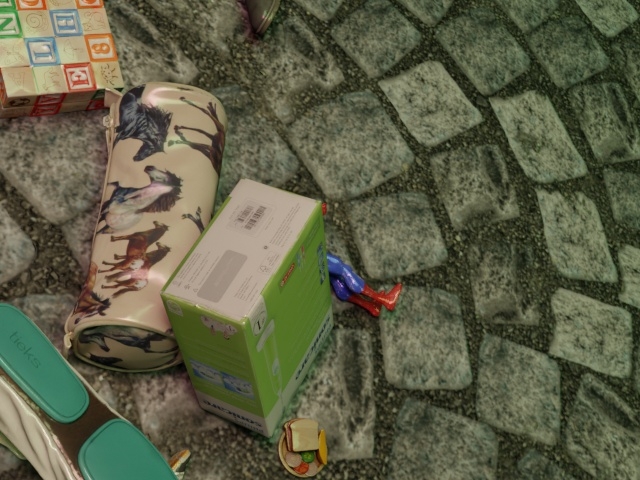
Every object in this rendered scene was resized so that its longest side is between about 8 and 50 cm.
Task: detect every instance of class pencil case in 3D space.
[{"bbox_3d":[-0.243,-0.021,1.157,0.183,0.160,0.411,7,63,-4],"label":"pencil case"}]

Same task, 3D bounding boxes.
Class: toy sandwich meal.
[{"bbox_3d":[-0.022,0.297,1.197,0.085,0.029,0.086,11,63,-22],"label":"toy sandwich meal"}]

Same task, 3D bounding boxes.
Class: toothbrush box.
[{"bbox_3d":[-0.083,0.094,1.100,0.122,0.283,0.206,17,55,20],"label":"toothbrush box"}]

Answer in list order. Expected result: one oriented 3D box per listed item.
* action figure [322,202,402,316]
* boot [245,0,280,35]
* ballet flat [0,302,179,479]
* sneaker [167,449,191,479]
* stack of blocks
[{"bbox_3d":[0.000,0.000,1.313,0.280,0.091,0.139,26,65,-15],"label":"action figure"},{"bbox_3d":[-0.173,-0.464,1.451,0.208,0.076,0.190,22,45,-24],"label":"boot"},{"bbox_3d":[-0.309,0.253,1.018,0.400,0.139,0.139,49,55,0],"label":"ballet flat"},{"bbox_3d":[-0.195,0.319,1.103,0.037,0.032,0.083,47,59,-17],"label":"sneaker"},{"bbox_3d":[-0.417,-0.342,1.232,0.171,0.087,0.297,-11,83,-30],"label":"stack of blocks"}]
